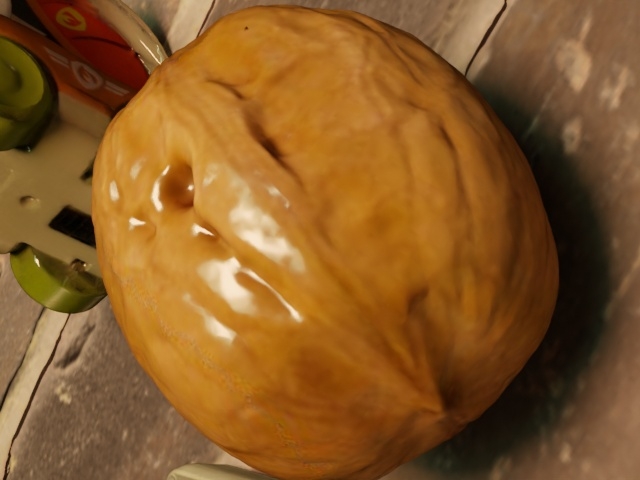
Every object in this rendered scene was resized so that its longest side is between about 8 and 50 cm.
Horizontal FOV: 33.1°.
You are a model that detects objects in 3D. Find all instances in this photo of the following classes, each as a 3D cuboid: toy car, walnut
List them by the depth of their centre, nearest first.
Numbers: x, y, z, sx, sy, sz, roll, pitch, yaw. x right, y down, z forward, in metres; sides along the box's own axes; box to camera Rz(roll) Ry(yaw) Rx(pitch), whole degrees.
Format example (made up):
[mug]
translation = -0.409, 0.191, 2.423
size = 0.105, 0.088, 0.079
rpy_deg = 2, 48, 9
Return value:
[walnut]
translation = 0.000, 0.000, 0.489
size = 0.195, 0.195, 0.221
rpy_deg = -54, 45, 24
[toy car]
translation = -0.179, -0.091, 0.706
size = 0.145, 0.235, 0.235
rpy_deg = -39, 54, 35

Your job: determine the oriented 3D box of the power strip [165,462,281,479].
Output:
[power strip]
translation = -0.003, 0.190, 0.548
size = 0.270, 0.046, 0.117
rpy_deg = 1, 83, 47
